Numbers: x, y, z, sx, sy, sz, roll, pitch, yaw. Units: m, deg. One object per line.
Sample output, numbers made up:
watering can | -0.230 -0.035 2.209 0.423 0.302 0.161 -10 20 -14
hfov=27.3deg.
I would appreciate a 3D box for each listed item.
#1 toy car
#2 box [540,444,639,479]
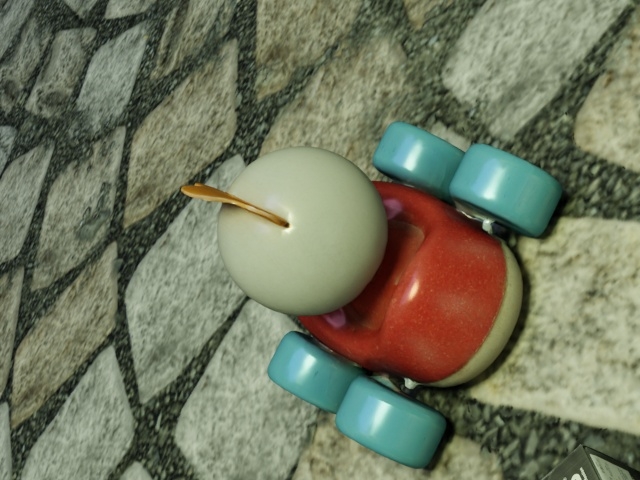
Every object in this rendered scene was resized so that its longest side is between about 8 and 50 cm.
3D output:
toy car | 0.000 0.000 0.906 0.210 0.238 0.219 26 89 59
box | 0.133 0.253 0.695 0.183 0.056 0.231 -47 34 23
